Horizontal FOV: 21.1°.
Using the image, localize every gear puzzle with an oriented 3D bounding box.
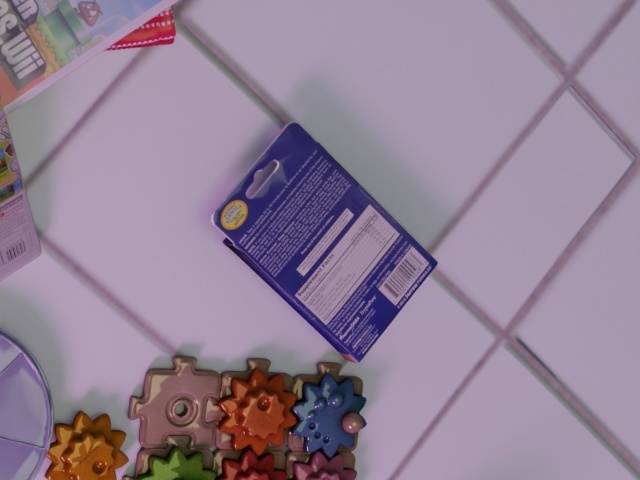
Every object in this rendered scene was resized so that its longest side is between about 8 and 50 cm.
[{"bbox_3d":[-0.106,0.204,1.685,0.339,0.044,0.175,4,94,-25],"label":"gear puzzle"}]

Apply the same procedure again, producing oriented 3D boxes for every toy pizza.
[{"bbox_3d":[-0.346,0.168,1.578,0.201,0.032,0.201,-3,97,-23],"label":"toy pizza"}]

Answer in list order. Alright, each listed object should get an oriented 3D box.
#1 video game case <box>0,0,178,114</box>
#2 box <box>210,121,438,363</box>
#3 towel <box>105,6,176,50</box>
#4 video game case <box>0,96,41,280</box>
[{"bbox_3d":[-0.254,-0.253,1.535,0.285,0.025,0.204,-37,110,-19],"label":"video game case"},{"bbox_3d":[0.000,0.000,1.714,0.225,0.036,0.136,45,77,-24],"label":"box"},{"bbox_3d":[-0.234,-0.309,1.574,0.199,0.031,0.275,-8,100,-23],"label":"towel"},{"bbox_3d":[-0.356,-0.013,1.485,0.227,0.026,0.206,-35,137,-29],"label":"video game case"}]
